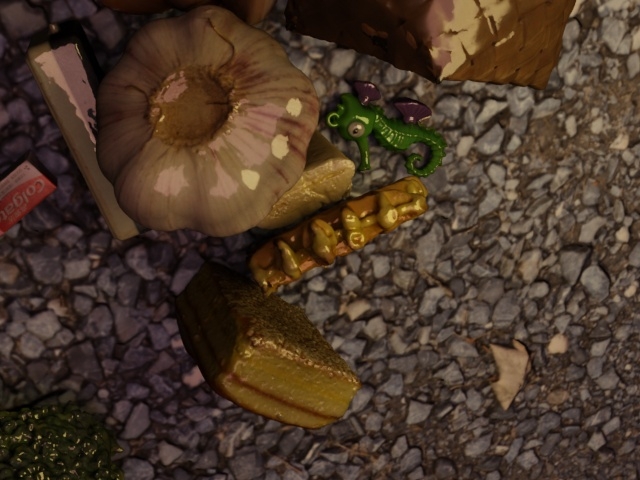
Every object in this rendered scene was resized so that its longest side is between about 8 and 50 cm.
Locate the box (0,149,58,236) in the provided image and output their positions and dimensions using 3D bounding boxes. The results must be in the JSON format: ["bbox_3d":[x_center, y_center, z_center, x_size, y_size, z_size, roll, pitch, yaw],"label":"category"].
[{"bbox_3d":[-0.416,-0.017,1.083,0.218,0.039,0.055,-40,117,1],"label":"box"}]

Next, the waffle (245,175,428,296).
[{"bbox_3d":[0.000,-0.001,1.090,0.283,0.309,0.065,-28,89,-47],"label":"waffle"}]

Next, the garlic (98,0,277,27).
[{"bbox_3d":[-0.138,-0.326,0.984,0.214,0.191,0.160,9,82,-10],"label":"garlic"}]

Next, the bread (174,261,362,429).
[{"bbox_3d":[-0.078,0.139,1.152,0.184,0.234,0.110,29,98,-27],"label":"bread"}]

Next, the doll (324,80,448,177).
[{"bbox_3d":[0.092,-0.140,1.193,0.190,0.050,0.115,15,103,-25],"label":"doll"}]

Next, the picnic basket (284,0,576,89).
[{"bbox_3d":[0.146,-0.344,0.975,0.337,0.293,0.337,-35,139,-38],"label":"picnic basket"}]

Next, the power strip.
[{"bbox_3d":[-0.265,-0.131,1.047,0.070,0.105,0.257,-22,116,-5],"label":"power strip"}]

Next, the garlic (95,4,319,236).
[{"bbox_3d":[-0.129,-0.116,0.999,0.245,0.253,0.245,0,83,-1],"label":"garlic"}]

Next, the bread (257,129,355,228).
[{"bbox_3d":[-0.042,-0.082,1.101,0.139,0.178,0.060,-27,118,-3],"label":"bread"}]

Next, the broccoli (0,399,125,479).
[{"bbox_3d":[-0.418,0.351,1.148,0.293,0.348,0.281,43,133,9],"label":"broccoli"}]
